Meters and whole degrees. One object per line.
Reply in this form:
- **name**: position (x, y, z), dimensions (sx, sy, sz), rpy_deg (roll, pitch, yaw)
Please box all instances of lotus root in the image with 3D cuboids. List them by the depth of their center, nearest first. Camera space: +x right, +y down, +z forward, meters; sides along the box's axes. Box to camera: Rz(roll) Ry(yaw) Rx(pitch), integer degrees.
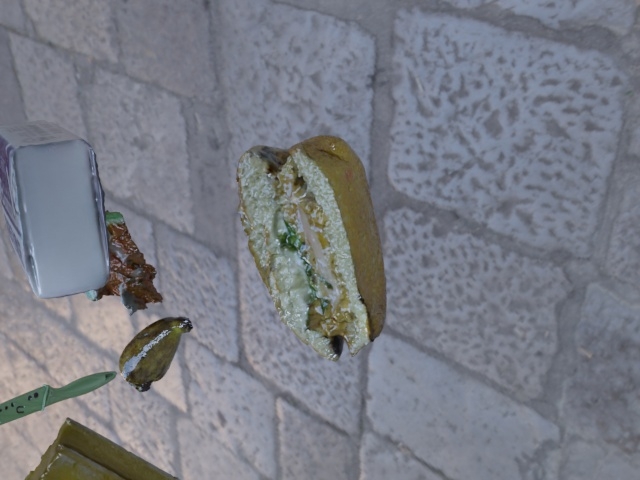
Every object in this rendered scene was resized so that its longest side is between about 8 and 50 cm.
- **lotus root**: position (-0.322, 0.207, 1.519), dimensions (0.094, 0.108, 0.191), rpy_deg (39, 110, 7)

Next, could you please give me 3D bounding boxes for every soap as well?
- **soap**: position (-0.486, 0.590, 1.663), dimensions (0.335, 0.156, 0.293), rpy_deg (36, 97, -17)

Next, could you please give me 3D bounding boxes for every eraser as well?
- **eraser**: position (-0.245, -0.037, 0.684), dimensions (0.210, 0.067, 0.125), rpy_deg (26, 124, 59)

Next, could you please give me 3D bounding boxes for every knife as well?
- **knife**: position (-0.327, 0.187, 0.938), dimensions (0.014, 0.207, 0.030), rpy_deg (-4, 96, 34)

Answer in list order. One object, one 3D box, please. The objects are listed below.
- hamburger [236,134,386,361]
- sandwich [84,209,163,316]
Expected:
- **hamburger**: position (0.000, 0.000, 0.931), dimensions (0.143, 0.157, 0.283), rpy_deg (-8, 113, 22)
- **sandwich**: position (-0.408, 0.051, 1.557), dimensions (0.160, 0.109, 0.185), rpy_deg (27, 128, 35)
